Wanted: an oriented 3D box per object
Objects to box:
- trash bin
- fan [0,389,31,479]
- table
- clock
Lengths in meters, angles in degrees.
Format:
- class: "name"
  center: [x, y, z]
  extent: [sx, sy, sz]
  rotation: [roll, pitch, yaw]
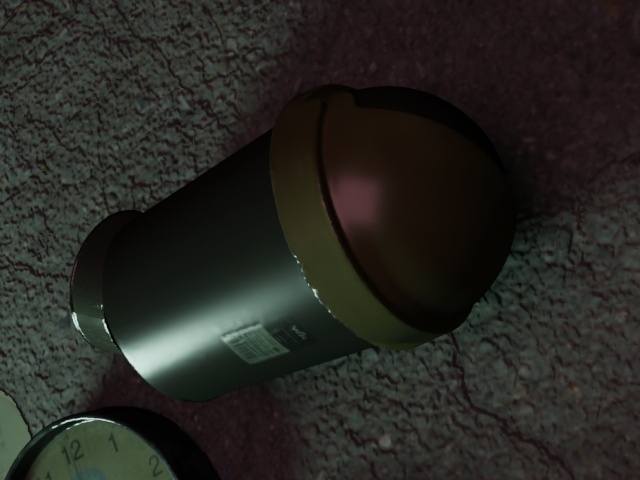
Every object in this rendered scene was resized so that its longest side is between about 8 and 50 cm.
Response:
- class: "trash bin"
  center: [0.000, 0.000, 0.861]
  extent: [0.334, 0.214, 0.214]
  rotation: [-27, 71, 36]
- class: "fan"
  center: [-0.362, 0.318, 1.167]
  extent: [0.182, 0.010, 0.310]
  rotation: [-17, 75, 29]
- class: "table"
  center: [-0.169, 0.041, 1.003]
  extent: [0.043, 0.133, 0.133]
  rotation: [11, 91, 32]
- class: "clock"
  center: [-0.207, 0.297, 1.043]
  extent: [0.280, 0.055, 0.280]
  rotation: [-4, 83, 31]
